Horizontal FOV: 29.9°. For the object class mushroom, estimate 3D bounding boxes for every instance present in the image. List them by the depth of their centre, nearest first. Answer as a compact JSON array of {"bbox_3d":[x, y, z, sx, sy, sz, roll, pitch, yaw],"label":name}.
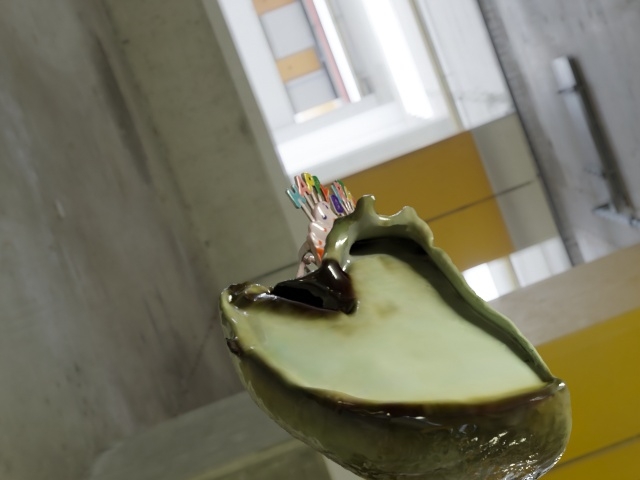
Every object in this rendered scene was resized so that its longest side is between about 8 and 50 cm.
[{"bbox_3d":[0.041,0.116,0.996,0.212,0.217,0.292,84,-17,-46],"label":"mushroom"}]

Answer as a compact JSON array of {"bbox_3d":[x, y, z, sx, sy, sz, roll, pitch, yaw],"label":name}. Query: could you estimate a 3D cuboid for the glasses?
[{"bbox_3d":[0.005,-0.008,1.638,0.255,0.095,0.162,13,67,-67],"label":"glasses"}]
